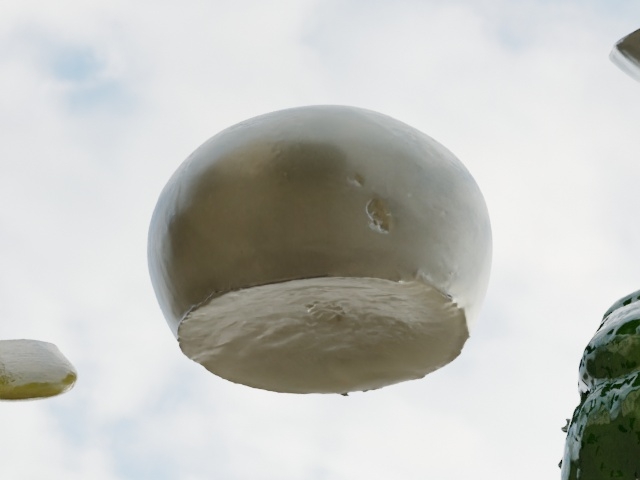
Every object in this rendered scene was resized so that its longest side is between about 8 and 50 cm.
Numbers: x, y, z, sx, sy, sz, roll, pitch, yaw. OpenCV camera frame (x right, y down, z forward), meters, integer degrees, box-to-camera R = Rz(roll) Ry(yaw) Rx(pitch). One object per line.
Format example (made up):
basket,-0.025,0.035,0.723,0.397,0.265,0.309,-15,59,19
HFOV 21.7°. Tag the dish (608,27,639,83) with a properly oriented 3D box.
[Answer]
dish,0.300,-0.141,1.185,0.190,0.190,0.066,-25,-95,34

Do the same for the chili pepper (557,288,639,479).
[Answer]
chili pepper,0.316,0.082,0.888,0.385,0.167,0.213,-3,-25,25

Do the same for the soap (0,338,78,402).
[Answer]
soap,-0.257,0.106,1.411,0.089,0.168,0.033,0,-79,-20

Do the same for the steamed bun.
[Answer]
steamed bun,0.000,0.000,1.530,0.324,0.206,0.324,0,-28,0
